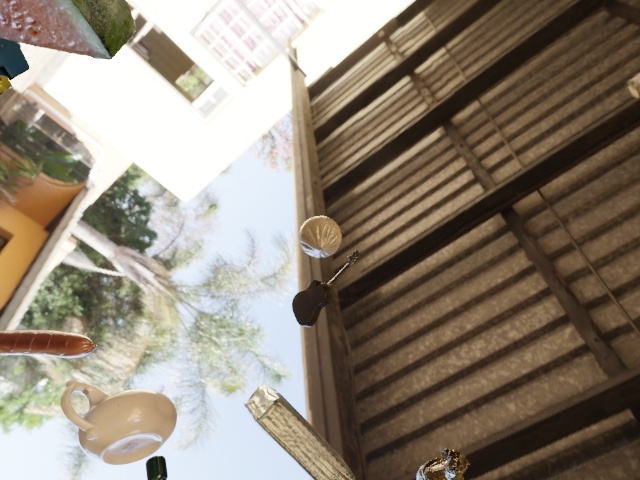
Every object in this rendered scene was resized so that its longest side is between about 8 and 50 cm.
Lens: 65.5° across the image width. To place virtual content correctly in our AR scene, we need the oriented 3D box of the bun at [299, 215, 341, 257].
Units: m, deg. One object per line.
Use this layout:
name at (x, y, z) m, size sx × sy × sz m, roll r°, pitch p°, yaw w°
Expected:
bun at (0.000, 0.000, 1.537) m, size 0.138 × 0.138 × 0.094 m, roll -37°, pitch -155°, yaw 18°

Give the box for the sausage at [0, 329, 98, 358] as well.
sausage at (-0.887, 0.321, 1.557) m, size 0.433 × 0.088 × 0.088 m, roll -2°, pitch -133°, yaw 16°

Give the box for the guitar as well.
guitar at (0.014, 0.106, 1.155) m, size 0.233 × 0.025 × 0.088 m, roll -49°, pitch -134°, yaw 24°

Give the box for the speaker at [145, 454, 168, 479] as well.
speaker at (-0.483, 0.695, 1.494) m, size 0.060 × 0.094 × 0.075 m, roll -24°, pitch -129°, yaw 0°

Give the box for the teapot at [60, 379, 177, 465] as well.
teapot at (-0.430, 0.396, 1.096) m, size 0.204 × 0.298 × 0.139 m, roll -34°, pitch -130°, yaw 9°

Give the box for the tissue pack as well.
tissue pack at (-0.064, 0.553, 1.389) m, size 0.103 × 0.316 × 0.228 m, roll -45°, pitch -173°, yaw -18°

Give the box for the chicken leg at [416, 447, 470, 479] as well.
chicken leg at (0.300, 0.548, 1.171) m, size 0.228 × 0.103 × 0.088 m, roll 112°, pitch 1°, yaw -46°

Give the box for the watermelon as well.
watermelon at (-0.488, -0.414, 0.862) m, size 0.256 × 0.193 × 0.140 m, roll 1°, pitch -129°, yaw 16°

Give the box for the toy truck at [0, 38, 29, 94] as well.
toy truck at (-0.787, -0.320, 0.987) m, size 0.162 × 0.161 × 0.385 m, roll 4°, pitch -137°, yaw 30°
